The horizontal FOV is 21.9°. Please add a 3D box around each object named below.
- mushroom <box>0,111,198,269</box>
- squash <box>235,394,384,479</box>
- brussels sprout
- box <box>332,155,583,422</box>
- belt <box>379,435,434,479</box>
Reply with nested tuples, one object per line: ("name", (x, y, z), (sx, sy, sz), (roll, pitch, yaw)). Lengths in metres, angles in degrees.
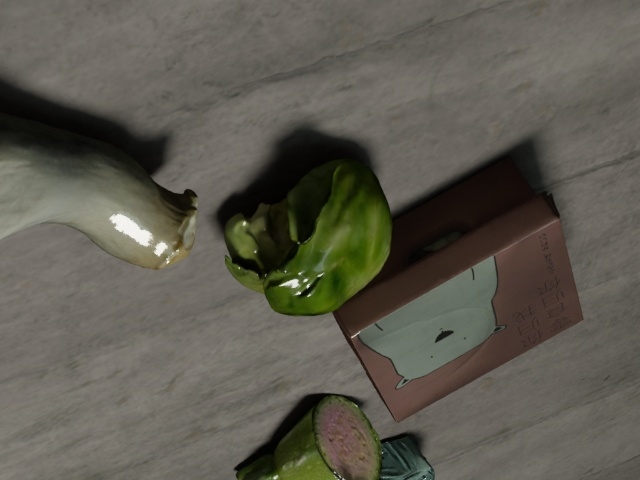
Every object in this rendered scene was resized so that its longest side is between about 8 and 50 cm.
("mushroom", (-0.190, -0.034, 1.116), (0.099, 0.096, 0.278), (-44, 151, 25))
("squash", (-0.017, 0.229, 1.663), (0.132, 0.105, 0.105), (-33, 152, 30))
("brussels sprout", (0.002, 0.002, 1.334), (0.139, 0.100, 0.181), (-46, 146, 3))
("box", (0.122, 0.046, 1.502), (0.215, 0.086, 0.215), (-29, 150, -1))
("belt", (0.068, 0.275, 1.819), (0.105, 0.058, 0.140), (-3, 140, -42))
